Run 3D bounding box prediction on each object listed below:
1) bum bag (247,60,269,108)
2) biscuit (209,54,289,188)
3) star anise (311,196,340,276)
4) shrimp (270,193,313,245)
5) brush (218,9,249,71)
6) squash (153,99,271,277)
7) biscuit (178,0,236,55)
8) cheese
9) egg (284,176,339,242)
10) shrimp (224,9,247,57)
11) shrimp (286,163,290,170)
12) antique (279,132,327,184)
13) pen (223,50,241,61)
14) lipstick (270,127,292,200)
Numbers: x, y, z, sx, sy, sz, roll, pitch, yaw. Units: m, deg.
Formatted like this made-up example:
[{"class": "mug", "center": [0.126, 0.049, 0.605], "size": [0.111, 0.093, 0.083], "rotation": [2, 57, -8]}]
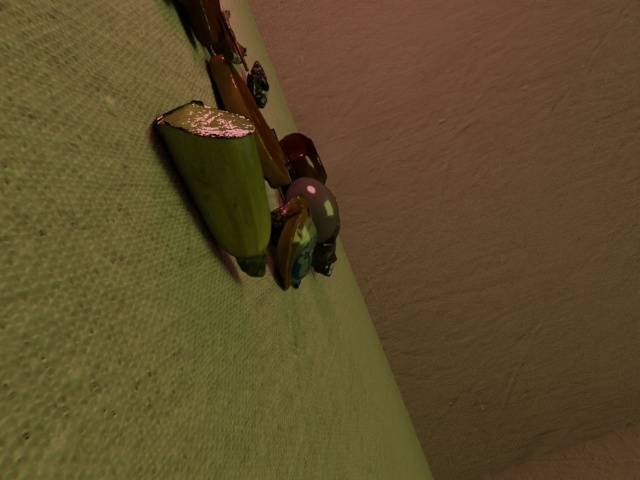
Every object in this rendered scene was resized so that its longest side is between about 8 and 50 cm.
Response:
[{"class": "bum bag", "center": [-0.201, -0.500, 1.963], "size": [0.248, 0.069, 0.102], "rotation": [-105, 171, -61]}, {"class": "biscuit", "center": [-0.163, -0.266, 1.464], "size": [0.343, 0.057, 0.287], "rotation": [65, 7, 17]}, {"class": "star anise", "center": [0.000, -0.004, 1.850], "size": [0.198, 0.111, 0.257], "rotation": [111, -19, -60]}, {"class": "shrimp", "center": [-0.069, -0.041, 1.405], "size": [0.267, 0.061, 0.145], "rotation": [16, 91, -67]}, {"class": "brush", "center": [-0.199, -0.459, 1.430], "size": [0.043, 0.014, 0.169], "rotation": [52, 14, -72]}, {"class": "squash", "center": [-0.118, -0.060, 0.881], "size": [0.137, 0.137, 0.287], "rotation": [-97, 167, -68]}, {"class": "biscuit", "center": [-0.289, -0.556, 1.352], "size": [0.432, 0.064, 0.282], "rotation": [-54, 128, -83]}, {"class": "cheese", "center": [-0.050, 0.029, 1.329], "size": [0.270, 0.069, 0.176], "rotation": [87, 16, -70]}, {"class": "egg", "center": [-0.025, -0.086, 1.713], "size": [0.146, 0.147, 0.198], "rotation": [57, 15, -64]}, {"class": "shrimp", "center": [-0.270, -0.618, 1.877], "size": [0.219, 0.046, 0.152], "rotation": [-76, 147, -79]}, {"class": "shrimp", "center": [-0.122, -0.208, 1.866], "size": [0.162, 0.045, 0.095], "rotation": [70, 24, -53]}, {"class": "antique", "center": [-0.062, -0.254, 2.078], "size": [0.278, 0.129, 0.223], "rotation": [-89, 155, -81]}, {"class": "pen", "center": [-0.202, -0.426, 1.441], "size": [0.204, 0.025, 0.025], "rotation": [-93, 161, -76]}, {"class": "lipstick", "center": [-0.104, -0.168, 1.787], "size": [0.051, 0.051, 0.312], "rotation": [-95, 165, -74]}]
